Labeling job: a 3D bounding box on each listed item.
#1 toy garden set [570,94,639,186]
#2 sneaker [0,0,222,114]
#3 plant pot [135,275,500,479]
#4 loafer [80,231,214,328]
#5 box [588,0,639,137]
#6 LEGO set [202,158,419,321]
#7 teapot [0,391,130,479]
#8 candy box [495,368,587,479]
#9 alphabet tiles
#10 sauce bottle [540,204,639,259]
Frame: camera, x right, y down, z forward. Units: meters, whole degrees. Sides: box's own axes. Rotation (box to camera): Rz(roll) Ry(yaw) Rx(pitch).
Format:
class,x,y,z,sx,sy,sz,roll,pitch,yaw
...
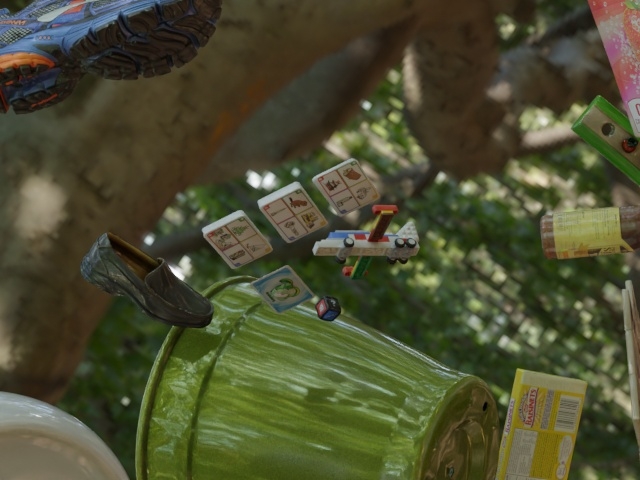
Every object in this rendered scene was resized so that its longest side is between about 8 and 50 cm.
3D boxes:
class,x,y,z,sx,sy,sz,roll,pitch,yaw
toy garden set,0.401,-0.139,1.445,0.244,0.204,0.049,-51,5,3
sneaker,-0.183,-0.174,1.185,0.083,0.221,0.087,48,-147,-60
plant pot,0.022,0.253,1.863,0.366,0.353,0.366,-26,-59,-55
loafer,-0.199,0.049,1.767,0.061,0.170,0.062,-56,14,35
box,0.294,-0.161,0.826,0.142,0.154,0.300,-27,13,-26
LEGO set,0.000,0.000,1.637,0.182,0.060,0.244,-26,-38,11
teapot,-0.259,0.220,1.086,0.252,0.256,0.187,-47,25,-21
candy box,0.296,0.284,2.042,0.027,0.105,0.206,-166,88,-70
alphabet tiles,0.370,0.223,1.682,0.342,0.011,0.285,66,-159,-47
sauce bottle,0.253,-0.009,1.271,0.042,0.128,0.042,-6,-90,-74
